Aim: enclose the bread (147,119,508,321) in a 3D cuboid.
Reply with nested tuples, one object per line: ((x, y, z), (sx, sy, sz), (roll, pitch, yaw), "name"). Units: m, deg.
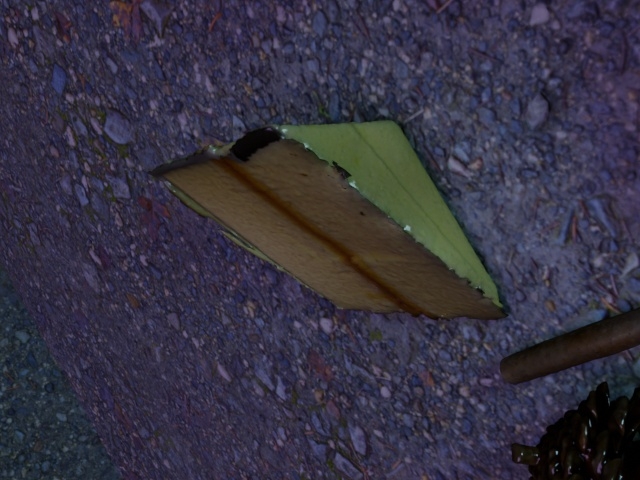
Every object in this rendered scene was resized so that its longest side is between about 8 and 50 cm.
((0.000, 0.000, 0.999), (0.346, 0.242, 0.404), (-24, 90, 49), "bread")

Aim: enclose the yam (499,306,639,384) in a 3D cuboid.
((0.337, 0.130, 0.872), (0.264, 0.046, 0.046), (-36, 85, 46), "yam")

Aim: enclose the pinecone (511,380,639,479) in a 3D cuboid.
((0.377, 0.290, 0.795), (0.309, 0.244, 0.244), (13, 119, 25), "pinecone")
